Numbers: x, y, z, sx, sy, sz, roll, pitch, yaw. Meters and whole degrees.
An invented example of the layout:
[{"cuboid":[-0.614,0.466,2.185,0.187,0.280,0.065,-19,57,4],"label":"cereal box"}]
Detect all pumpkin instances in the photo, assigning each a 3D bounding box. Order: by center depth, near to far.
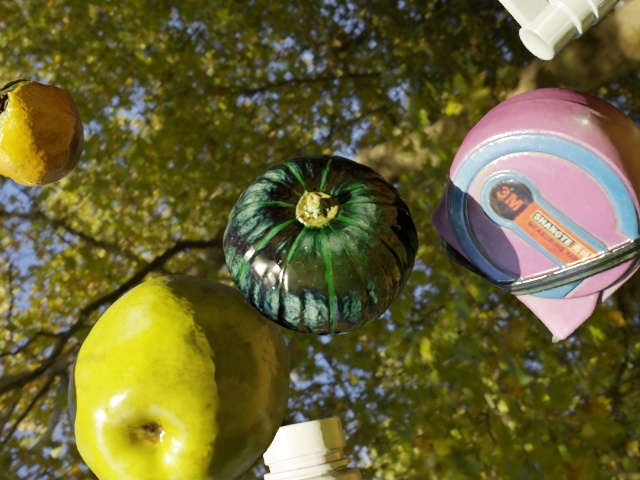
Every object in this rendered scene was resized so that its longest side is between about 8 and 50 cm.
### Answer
[{"cuboid":[0.000,0.000,1.019,0.202,0.140,0.202,-1,-130,1],"label":"pumpkin"}]

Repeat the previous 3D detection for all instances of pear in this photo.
[{"cuboid":[-0.157,0.165,1.157,0.253,0.253,0.307,50,-168,0],"label":"pear"}]

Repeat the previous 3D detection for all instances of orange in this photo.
[{"cuboid":[-0.376,-0.138,1.344,0.112,0.160,0.170,26,-132,23],"label":"orange"}]

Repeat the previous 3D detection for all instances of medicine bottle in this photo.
[{"cuboid":[0.239,-0.245,0.817,0.220,0.061,0.092,-46,-74,-10],"label":"medicine bottle"},{"cuboid":[-0.005,0.443,1.629,0.170,0.170,0.292,-2,-105,-45],"label":"medicine bottle"}]

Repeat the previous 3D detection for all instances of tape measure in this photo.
[{"cuboid":[0.246,-0.039,1.085,0.231,0.245,0.149,41,-141,1],"label":"tape measure"}]
